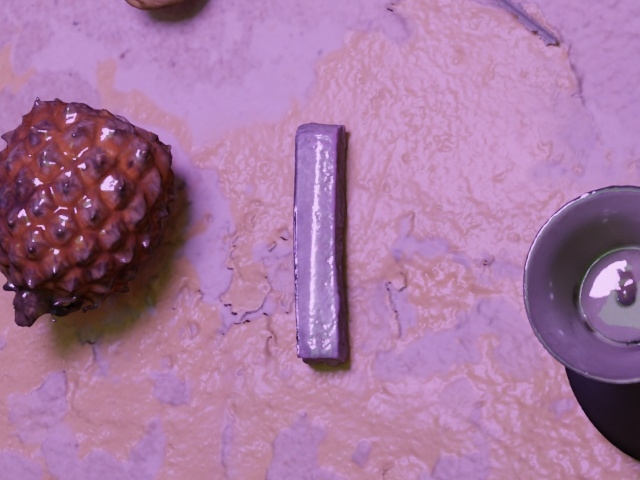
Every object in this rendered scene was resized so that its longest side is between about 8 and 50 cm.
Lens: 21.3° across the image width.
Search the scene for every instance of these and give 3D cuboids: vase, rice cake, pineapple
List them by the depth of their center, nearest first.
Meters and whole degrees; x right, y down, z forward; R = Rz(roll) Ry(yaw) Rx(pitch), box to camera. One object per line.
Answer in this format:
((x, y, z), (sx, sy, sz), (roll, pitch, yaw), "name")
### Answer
((0.224, 0.056, 1.139), (0.173, 0.321, 0.173), (-5, 76, 19), "vase")
((0.000, 0.000, 1.388), (0.047, 0.036, 0.207), (-3, 77, 7), "rice cake")
((-0.210, -0.017, 1.405), (0.166, 0.166, 0.193), (22, 86, 23), "pineapple")

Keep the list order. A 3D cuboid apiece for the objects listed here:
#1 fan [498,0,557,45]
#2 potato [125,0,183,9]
((0.063, -0.261, 1.380), (0.329, 0.191, 0.009), (37, 55, 6), "fan")
((-0.137, -0.264, 1.475), (0.091, 0.070, 0.138), (4, 81, 15), "potato")
